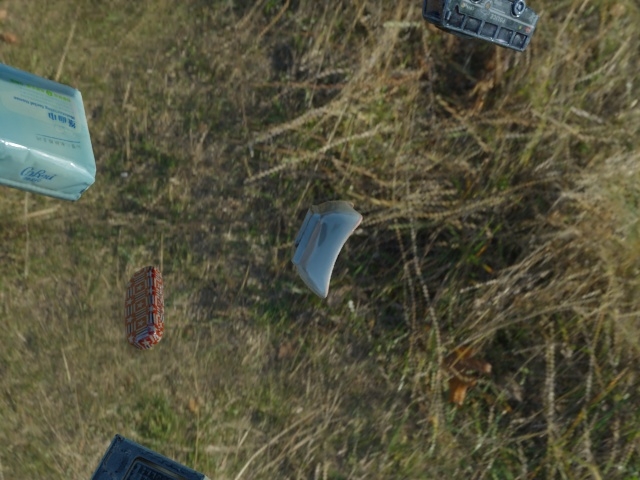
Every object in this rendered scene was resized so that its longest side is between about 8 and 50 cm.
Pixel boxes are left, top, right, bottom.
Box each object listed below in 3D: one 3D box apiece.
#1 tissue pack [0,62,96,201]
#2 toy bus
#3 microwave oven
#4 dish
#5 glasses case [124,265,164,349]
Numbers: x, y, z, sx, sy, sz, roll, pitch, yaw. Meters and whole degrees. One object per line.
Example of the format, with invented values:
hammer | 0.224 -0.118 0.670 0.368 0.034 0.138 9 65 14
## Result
tissue pack | -0.432 -0.160 1.176 0.263 0.089 0.177 14 47 -45
toy bus | 0.192 -0.270 1.069 0.166 0.065 0.047 4 22 -40
microwave oven | -0.285 0.453 1.575 0.205 0.163 0.129 15 66 28
dish | 0.000 0.000 1.516 0.077 0.212 0.151 24 97 -5
glasses case | -0.333 0.132 1.707 0.073 0.049 0.194 -27 41 13
